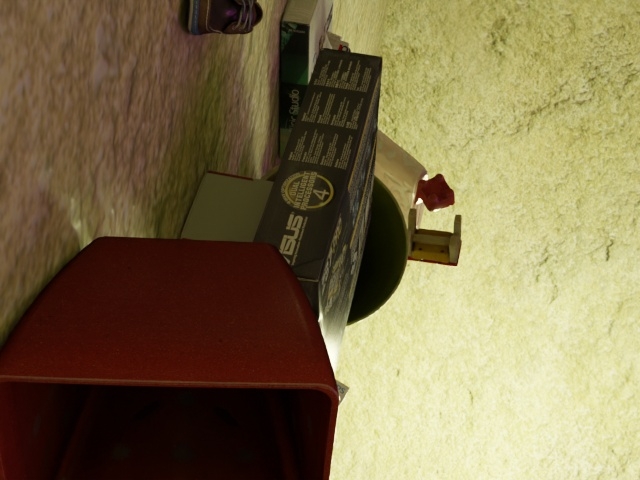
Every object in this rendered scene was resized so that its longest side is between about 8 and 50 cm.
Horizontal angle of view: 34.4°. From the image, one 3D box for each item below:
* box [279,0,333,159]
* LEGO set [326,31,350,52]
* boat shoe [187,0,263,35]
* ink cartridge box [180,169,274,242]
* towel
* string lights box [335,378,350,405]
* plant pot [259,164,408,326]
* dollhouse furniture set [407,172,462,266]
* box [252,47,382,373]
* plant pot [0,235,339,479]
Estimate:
[{"bbox_3d":[-0.025,-0.337,1.920,0.322,0.058,0.232,91,11,-46],"label":"box"},{"bbox_3d":[0.002,-0.258,1.910,0.182,0.060,0.244,98,15,-50],"label":"LEGO set"},{"bbox_3d":[-0.108,-0.275,1.219,0.183,0.066,0.066,-61,160,-71],"label":"boat shoe"},{"bbox_3d":[-0.107,0.017,1.408,0.176,0.128,0.127,92,10,-51],"label":"ink cartridge box"},{"bbox_3d":[0.084,-0.136,2.191,0.053,0.332,0.317,-36,152,-26],"label":"towel"},{"bbox_3d":[-0.049,0.386,2.004,0.260,0.077,0.133,-58,180,-20],"label":"string lights box"},{"bbox_3d":[-0.025,0.024,1.744,0.293,0.275,0.275,141,-39,-74],"label":"plant pot"},{"bbox_3d":[0.090,-0.045,1.985,0.152,0.374,0.201,85,17,-51],"label":"dollhouse furniture set"},{"bbox_3d":[0.000,0.000,1.329,0.318,0.097,0.395,93,10,-49],"label":"box"},{"bbox_3d":[-0.129,0.139,0.934,0.236,0.267,0.267,-92,-174,-53],"label":"plant pot"}]
